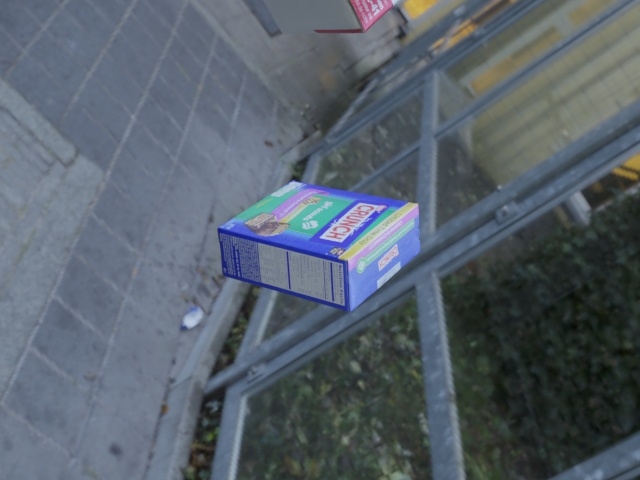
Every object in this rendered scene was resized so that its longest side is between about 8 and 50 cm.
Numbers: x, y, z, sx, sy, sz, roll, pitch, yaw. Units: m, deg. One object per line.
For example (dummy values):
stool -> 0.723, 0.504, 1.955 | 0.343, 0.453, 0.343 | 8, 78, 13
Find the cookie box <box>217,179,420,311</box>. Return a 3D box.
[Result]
cookie box -> 0.000, 0.000, 0.635 | 0.092, 0.107, 0.040 | -36, 130, -46

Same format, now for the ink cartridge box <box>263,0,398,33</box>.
ink cartridge box -> 0.071, -0.459, 1.457 | 0.226, 0.306, 0.131 | 16, -37, 53
